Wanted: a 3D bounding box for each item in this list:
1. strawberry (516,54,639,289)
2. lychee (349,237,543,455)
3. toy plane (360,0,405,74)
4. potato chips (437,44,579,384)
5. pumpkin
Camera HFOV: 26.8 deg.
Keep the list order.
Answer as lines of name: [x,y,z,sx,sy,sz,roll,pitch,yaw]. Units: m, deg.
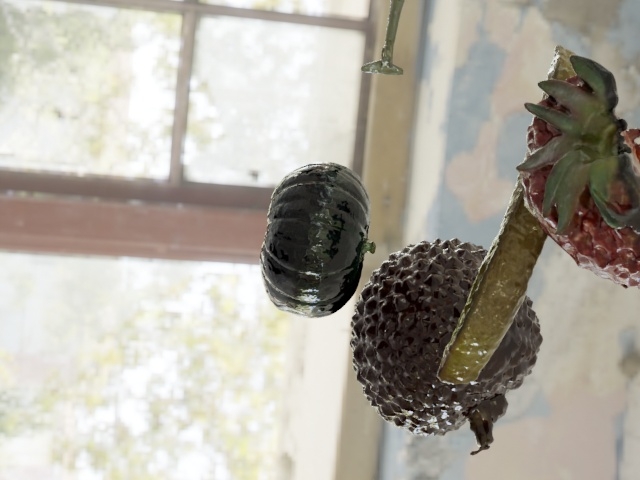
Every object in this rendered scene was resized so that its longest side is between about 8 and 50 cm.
strawberry: [0.293,-0.029,1.372,0.306,0.138,0.233,41,30,-56]
lychee: [0.171,0.145,1.833,0.264,0.264,0.300,127,-56,-65]
toy plane: [0.111,-0.357,1.825,0.108,0.092,0.286,-118,-146,-65]
potato chips: [0.226,-0.028,1.481,0.080,0.057,0.407,158,-47,-81]
pumpkin: [0.000,0.000,1.691,0.202,0.140,0.202,14,90,-84]
